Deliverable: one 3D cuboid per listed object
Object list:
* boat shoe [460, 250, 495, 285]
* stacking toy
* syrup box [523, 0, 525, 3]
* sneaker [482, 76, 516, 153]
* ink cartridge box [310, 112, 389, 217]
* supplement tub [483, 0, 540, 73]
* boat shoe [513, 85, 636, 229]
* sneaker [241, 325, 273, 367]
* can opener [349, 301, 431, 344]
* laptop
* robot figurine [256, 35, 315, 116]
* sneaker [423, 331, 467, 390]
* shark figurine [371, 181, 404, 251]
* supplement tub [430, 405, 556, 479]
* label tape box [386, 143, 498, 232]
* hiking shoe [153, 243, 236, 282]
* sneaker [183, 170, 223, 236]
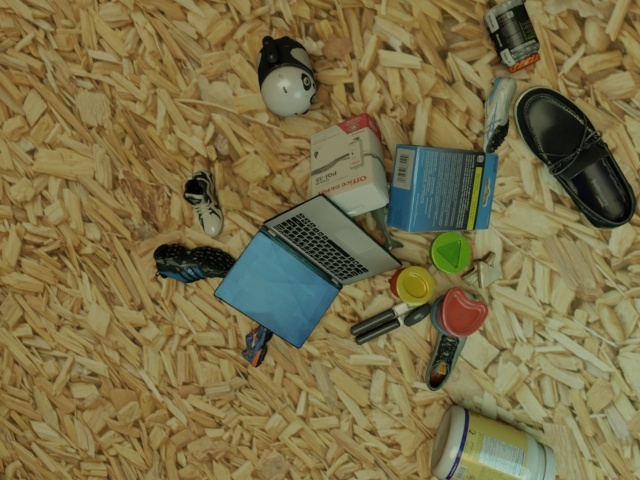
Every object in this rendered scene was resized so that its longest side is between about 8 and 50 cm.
[{"bbox_3d":[0.508,0.085,1.661,0.045,0.050,0.135,36,104,-2],"label":"boat shoe"},{"bbox_3d":[0.390,0.136,1.632,0.309,0.130,0.279,39,78,-8],"label":"stacking toy"},{"bbox_3d":[0.512,-0.787,1.497,0.237,0.093,0.096,26,103,7],"label":"syrup box"},{"bbox_3d":[0.529,-0.379,1.564,0.086,0.085,0.237,15,90,41],"label":"sneaker"},{"bbox_3d":[0.085,-0.221,1.569,0.207,0.117,0.282,-18,54,23],"label":"ink cartridge box"},{"bbox_3d":[0.564,-0.597,1.506,0.117,0.117,0.190,-22,93,14],"label":"supplement tub"},{"bbox_3d":[0.753,-0.244,1.507,0.187,0.156,0.500,-34,90,16],"label":"boat shoe"},{"bbox_3d":[-0.226,0.345,1.839,0.087,0.083,0.221,23,99,15],"label":"sneaker"},{"bbox_3d":[0.235,0.271,1.722,0.284,0.095,0.075,-27,92,8],"label":"can opener"},{"bbox_3d":[-0.033,0.116,1.589,0.408,0.236,0.382,-23,130,40],"label":"laptop"},{"bbox_3d":[-0.105,-0.511,1.592,0.209,0.278,0.173,11,139,-27],"label":"robot figurine"},{"bbox_3d":[0.417,0.377,1.698,0.100,0.108,0.271,18,101,10],"label":"sneaker"},{"bbox_3d":[0.177,-0.084,1.669,0.116,0.166,0.278,-18,124,-10],"label":"shark figurine"},{"bbox_3d":[0.548,0.700,1.654,0.332,0.241,0.240,19,102,7],"label":"supplement tub"},{"bbox_3d":[0.380,-0.158,1.581,0.348,0.115,0.248,-3,104,-34],"label":"label tape box"},{"bbox_3d":[-0.441,0.095,1.844,0.304,0.113,0.132,12,131,3],"label":"hiking shoe"},{"bbox_3d":[-0.410,-0.122,1.760,0.094,0.153,0.234,-1,98,13],"label":"sneaker"}]
